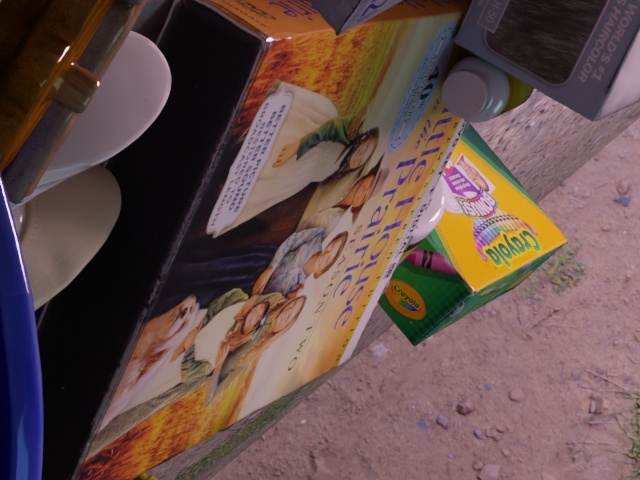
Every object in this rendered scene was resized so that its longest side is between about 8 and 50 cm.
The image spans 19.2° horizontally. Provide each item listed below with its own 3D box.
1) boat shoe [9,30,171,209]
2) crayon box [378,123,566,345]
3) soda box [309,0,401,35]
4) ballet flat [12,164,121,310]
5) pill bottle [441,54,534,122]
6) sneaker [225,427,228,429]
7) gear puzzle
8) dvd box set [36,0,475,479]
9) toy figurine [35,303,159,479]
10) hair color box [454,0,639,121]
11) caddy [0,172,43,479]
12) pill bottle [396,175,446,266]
[{"bbox_3d":[-0.153,-0.038,0.870,0.184,0.066,0.063,-38,-174,-22],"label":"boat shoe"},{"bbox_3d":[0.109,-0.016,1.742,0.081,0.165,0.278,-43,171,24],"label":"crayon box"},{"bbox_3d":[0.061,-0.208,0.752,0.091,0.098,0.286,-32,169,-34],"label":"soda box"},{"bbox_3d":[-0.207,0.023,0.918,0.248,0.086,0.086,-36,171,-14],"label":"ballet flat"},{"bbox_3d":[0.108,-0.101,1.233,0.043,0.043,0.083,-44,173,27],"label":"pill bottle"},{"bbox_3d":[-0.120,0.067,1.473,0.099,0.121,0.262,-44,-163,-20],"label":"sneaker"},{"bbox_3d":[-0.059,-0.105,0.574,0.175,0.044,0.339,-54,-170,32],"label":"gear puzzle"},{"bbox_3d":[-0.026,-0.017,1.178,0.308,0.062,0.420,-64,163,18],"label":"dvd box set"},{"bbox_3d":[-0.149,0.109,1.265,0.217,0.191,0.362,-47,170,19],"label":"toy figurine"},{"bbox_3d":[0.245,-0.212,1.308,0.374,0.113,0.185,-25,143,-61],"label":"hair color box"},{"bbox_3d":[-0.206,0.048,0.484,0.179,0.241,0.341,-22,162,-50],"label":"caddy"},{"bbox_3d":[0.000,0.000,1.514,0.119,0.119,0.208,-31,168,-43],"label":"pill bottle"}]
